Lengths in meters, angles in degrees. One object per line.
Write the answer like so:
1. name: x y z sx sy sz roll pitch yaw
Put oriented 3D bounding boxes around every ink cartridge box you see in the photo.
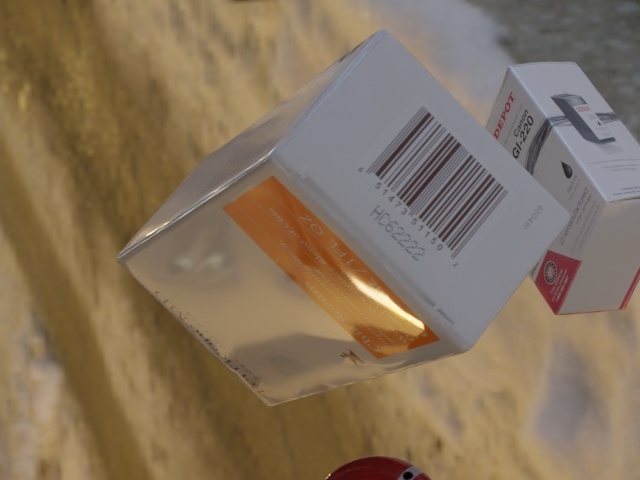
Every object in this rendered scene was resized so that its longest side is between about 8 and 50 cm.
1. ink cartridge box: 0.248 -0.055 1.717 0.218 0.092 0.159 -117 34 -41

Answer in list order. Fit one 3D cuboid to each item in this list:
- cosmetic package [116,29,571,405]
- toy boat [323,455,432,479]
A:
1. cosmetic package: 0.000 0.000 1.543 0.230 0.161 0.453 44 157 -8
2. toy boat: 0.015 0.280 1.517 0.151 0.231 0.151 35 151 28
